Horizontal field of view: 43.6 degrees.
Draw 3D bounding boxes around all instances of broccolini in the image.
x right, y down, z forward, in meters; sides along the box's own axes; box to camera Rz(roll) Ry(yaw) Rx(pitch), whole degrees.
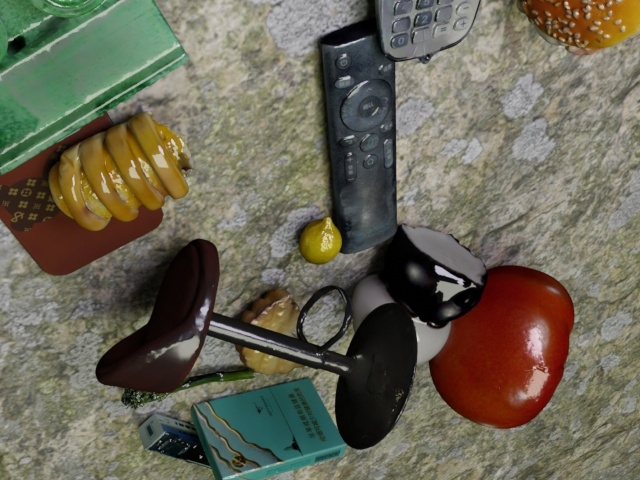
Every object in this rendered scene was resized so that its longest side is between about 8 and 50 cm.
[{"bbox_3d":[-0.214,0.233,1.321,0.239,0.051,0.054,-5,175,-35],"label":"broccolini"}]

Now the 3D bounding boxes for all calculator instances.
[{"bbox_3d":[0.140,-0.339,0.971,0.177,0.040,0.268,-20,130,-27],"label":"calculator"}]

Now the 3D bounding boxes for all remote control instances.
[{"bbox_3d":[0.061,-0.133,1.141,0.107,0.044,0.378,-26,139,-19],"label":"remote control"}]

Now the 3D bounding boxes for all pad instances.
[{"bbox_3d":[-0.316,-0.068,0.994,0.181,0.004,0.267,-29,138,-6],"label":"pad"}]

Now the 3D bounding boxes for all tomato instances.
[{"bbox_3d":[0.316,0.182,1.441,0.226,0.299,0.299,19,127,6],"label":"tomato"}]

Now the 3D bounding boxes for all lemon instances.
[{"bbox_3d":[0.000,0.000,1.211,0.065,0.065,0.092,-2,135,-30],"label":"lemon"}]

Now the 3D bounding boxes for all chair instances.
[{"bbox_3d":[-0.088,0.141,1.121,0.401,0.226,0.226,19,119,-22],"label":"chair"}]

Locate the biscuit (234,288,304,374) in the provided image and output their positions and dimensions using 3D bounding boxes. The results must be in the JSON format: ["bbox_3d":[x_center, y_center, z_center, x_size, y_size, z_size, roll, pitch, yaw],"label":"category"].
[{"bbox_3d":[-0.086,0.151,1.304,0.118,0.061,0.183,-18,134,-14],"label":"biscuit"}]

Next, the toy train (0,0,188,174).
[{"bbox_3d":[-0.279,-0.213,0.776,0.266,0.145,0.202,-31,142,-2],"label":"toy train"}]

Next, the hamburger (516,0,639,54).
[{"bbox_3d":[0.337,-0.343,0.990,0.147,0.237,0.237,-39,141,-18],"label":"hamburger"}]

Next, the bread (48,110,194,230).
[{"bbox_3d":[-0.238,-0.077,0.972,0.177,0.084,0.119,-26,138,-3],"label":"bread"}]

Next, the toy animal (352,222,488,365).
[{"bbox_3d":[0.153,0.102,1.330,0.187,0.165,0.235,12,124,-35],"label":"toy animal"}]

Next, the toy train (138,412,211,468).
[{"bbox_3d":[-0.225,0.364,1.425,0.052,0.051,0.234,-42,141,10],"label":"toy train"}]

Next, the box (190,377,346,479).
[{"bbox_3d":[-0.092,0.331,1.392,0.229,0.162,0.041,-9,133,-26],"label":"box"}]
